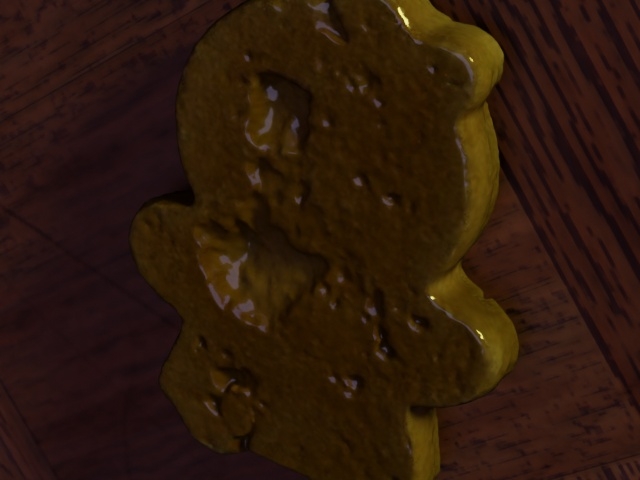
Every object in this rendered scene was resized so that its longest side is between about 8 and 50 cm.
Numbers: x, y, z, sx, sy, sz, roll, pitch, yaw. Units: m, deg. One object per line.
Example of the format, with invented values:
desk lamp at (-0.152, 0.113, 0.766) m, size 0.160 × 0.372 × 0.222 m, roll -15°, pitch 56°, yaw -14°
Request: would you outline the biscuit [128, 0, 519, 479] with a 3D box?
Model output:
biscuit at (0.001, -0.001, 0.751) m, size 0.184 × 0.035 × 0.248 m, roll 18°, pitch 121°, yaw 23°
